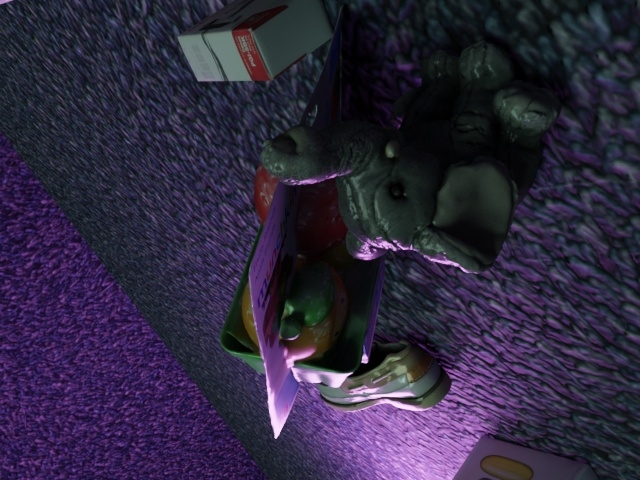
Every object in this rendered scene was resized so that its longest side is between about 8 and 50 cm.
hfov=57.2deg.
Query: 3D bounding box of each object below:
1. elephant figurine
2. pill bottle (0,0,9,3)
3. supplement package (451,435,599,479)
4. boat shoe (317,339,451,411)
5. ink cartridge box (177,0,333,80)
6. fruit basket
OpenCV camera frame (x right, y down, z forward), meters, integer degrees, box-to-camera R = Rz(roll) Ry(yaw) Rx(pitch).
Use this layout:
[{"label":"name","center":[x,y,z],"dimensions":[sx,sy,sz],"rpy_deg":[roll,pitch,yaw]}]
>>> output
[{"label":"elephant figurine","center":[0.078,-0.044,0.492],"dimensions":[0.186,0.239,0.169],"rpy_deg":[42,152,4]},{"label":"pill bottle","center":[-0.467,-0.484,0.684],"dimensions":[0.210,0.210,0.363],"rpy_deg":[31,150,26]},{"label":"supplement package","center":[0.305,0.436,0.891],"dimensions":[0.149,0.194,0.203],"rpy_deg":[55,151,-16]},{"label":"boat shoe","center":[0.085,0.222,1.012],"dimensions":[0.302,0.113,0.103],"rpy_deg":[-22,110,50]},{"label":"ink cartridge box","center":[-0.071,-0.215,0.619],"dimensions":[0.135,0.099,0.056],"rpy_deg":[15,140,44]},{"label":"fruit basket","center":[0.000,0.000,0.620],"dimensions":[0.165,0.327,0.353],"rpy_deg":[13,144,3]}]
